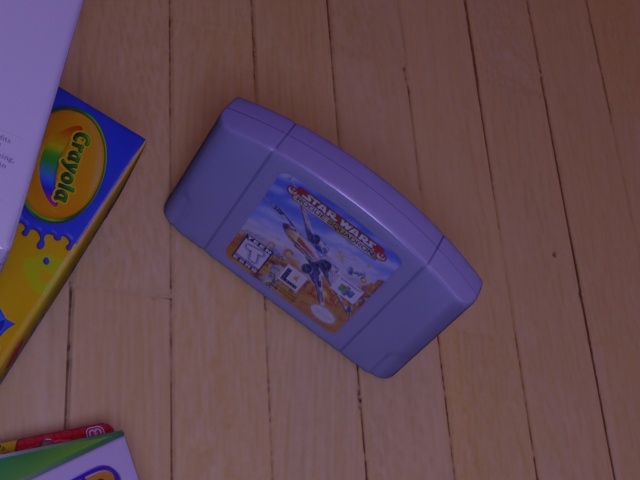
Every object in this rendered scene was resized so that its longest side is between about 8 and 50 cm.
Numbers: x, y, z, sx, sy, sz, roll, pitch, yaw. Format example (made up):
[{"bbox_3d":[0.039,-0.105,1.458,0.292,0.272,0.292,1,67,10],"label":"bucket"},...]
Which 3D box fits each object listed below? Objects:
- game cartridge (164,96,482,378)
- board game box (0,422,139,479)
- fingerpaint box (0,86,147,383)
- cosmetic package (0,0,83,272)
[{"bbox_3d":[0.000,0.000,1.169,0.297,0.198,0.062,37,53,-2],"label":"game cartridge"},{"bbox_3d":[-0.189,0.261,0.965,0.124,0.039,0.259,-8,52,-27],"label":"board game box"},{"bbox_3d":[-0.412,0.007,0.983,0.371,0.163,0.445,32,54,-7],"label":"fingerpaint box"},{"bbox_3d":[-0.300,-0.135,0.924,0.197,0.155,0.366,20,53,-16],"label":"cosmetic package"}]
